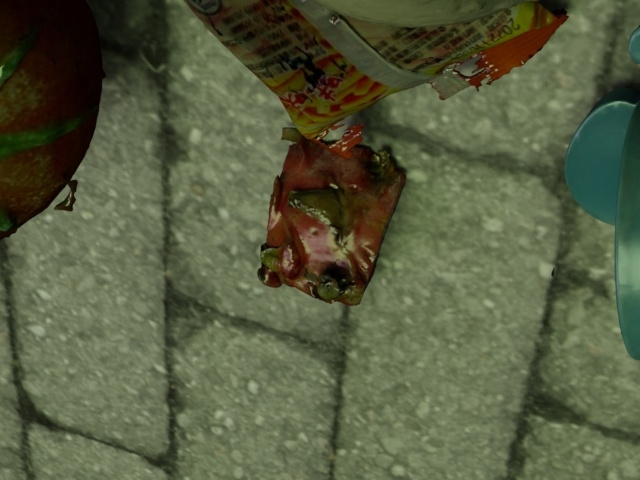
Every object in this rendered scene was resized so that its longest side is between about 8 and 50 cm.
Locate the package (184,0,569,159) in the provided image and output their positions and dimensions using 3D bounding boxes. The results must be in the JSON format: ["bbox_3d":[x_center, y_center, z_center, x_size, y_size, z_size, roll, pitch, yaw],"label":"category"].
[{"bbox_3d":[-0.005,-0.179,0.989,0.223,0.108,0.288,-24,118,41],"label":"package"}]

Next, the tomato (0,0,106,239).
[{"bbox_3d":[-0.310,-0.121,1.064,0.303,0.239,0.303,-16,135,-17],"label":"tomato"}]

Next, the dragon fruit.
[{"bbox_3d":[0.000,0.000,1.151,0.102,0.096,0.147,18,133,15],"label":"dragon fruit"}]

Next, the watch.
[{"bbox_3d":[0.243,-0.023,0.942,0.211,0.193,0.211,13,134,13],"label":"watch"}]

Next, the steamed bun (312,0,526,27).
[{"bbox_3d":[0.042,-0.255,0.794,0.177,0.283,0.283,18,140,45],"label":"steamed bun"}]
